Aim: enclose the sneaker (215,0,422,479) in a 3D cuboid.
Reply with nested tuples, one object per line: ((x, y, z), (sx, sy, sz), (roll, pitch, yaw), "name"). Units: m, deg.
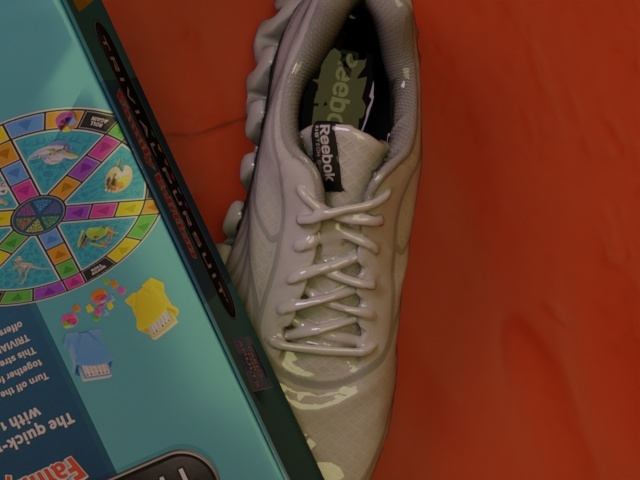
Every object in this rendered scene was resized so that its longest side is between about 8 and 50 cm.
((0.000, 0.000, 0.856), (0.110, 0.118, 0.292), (5, 86, -9), "sneaker")

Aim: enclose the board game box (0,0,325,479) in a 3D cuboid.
((-0.181, 0.026, 0.803), (0.254, 0.079, 0.336), (-24, 94, 8), "board game box")
